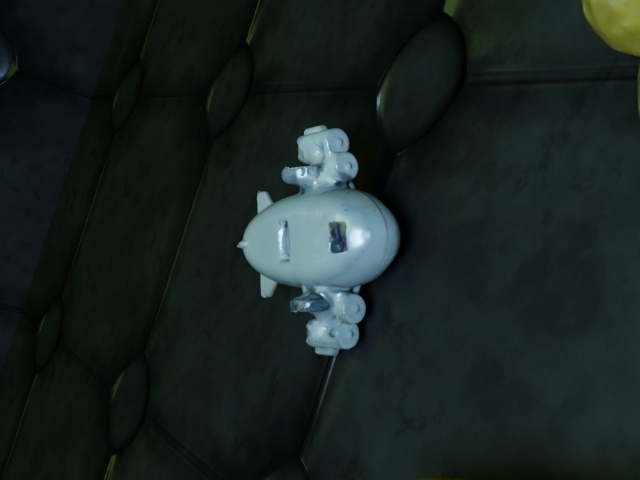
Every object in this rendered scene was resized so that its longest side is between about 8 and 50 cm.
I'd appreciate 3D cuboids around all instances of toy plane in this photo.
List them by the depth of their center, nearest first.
[{"bbox_3d":[0.000,0.000,0.969,0.245,0.118,0.244,1,92,55],"label":"toy plane"}]

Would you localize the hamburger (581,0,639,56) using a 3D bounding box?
[{"bbox_3d":[0.261,-0.192,0.643,0.162,0.115,0.161,-30,51,46],"label":"hamburger"}]

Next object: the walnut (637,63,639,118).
[{"bbox_3d":[0.292,-0.083,0.429,0.283,0.227,0.282,0,91,19],"label":"walnut"}]

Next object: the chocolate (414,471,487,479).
[{"bbox_3d":[0.192,0.219,0.488,0.445,0.162,0.162,-15,61,55],"label":"chocolate"}]
